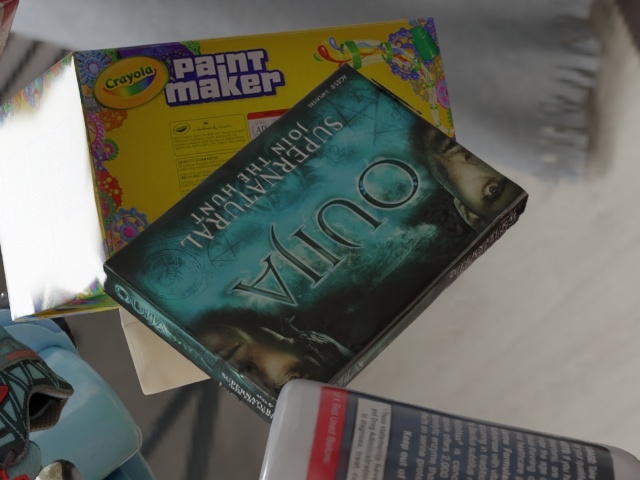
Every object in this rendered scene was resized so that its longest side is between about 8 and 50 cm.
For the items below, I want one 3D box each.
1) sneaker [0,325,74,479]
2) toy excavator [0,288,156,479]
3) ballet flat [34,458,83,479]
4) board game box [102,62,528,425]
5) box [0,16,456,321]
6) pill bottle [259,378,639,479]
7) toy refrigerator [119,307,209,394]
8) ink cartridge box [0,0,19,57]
[{"bbox_3d":[-0.265,0.164,1.376,0.104,0.125,0.262,-59,1,44],"label":"sneaker"},{"bbox_3d":[-0.246,0.278,1.973,0.433,0.222,0.445,61,158,-17],"label":"toy excavator"},{"bbox_3d":[-0.158,0.167,1.089,0.173,0.049,0.057,118,136,-70],"label":"ballet flat"},{"bbox_3d":[0.000,0.000,0.927,0.126,0.186,0.026,37,148,18],"label":"board game box"},{"bbox_3d":[-0.083,-0.049,1.454,0.279,0.290,0.177,-17,82,64],"label":"box"},{"bbox_3d":[0.064,0.118,0.654,0.108,0.180,0.108,-168,90,-89],"label":"pill bottle"},{"bbox_3d":[-0.153,0.045,1.884,0.269,0.102,0.094,-112,8,-61],"label":"toy refrigerator"},{"bbox_3d":[-0.288,-0.106,1.170,0.176,0.127,0.128,-71,4,-72],"label":"ink cartridge box"}]
